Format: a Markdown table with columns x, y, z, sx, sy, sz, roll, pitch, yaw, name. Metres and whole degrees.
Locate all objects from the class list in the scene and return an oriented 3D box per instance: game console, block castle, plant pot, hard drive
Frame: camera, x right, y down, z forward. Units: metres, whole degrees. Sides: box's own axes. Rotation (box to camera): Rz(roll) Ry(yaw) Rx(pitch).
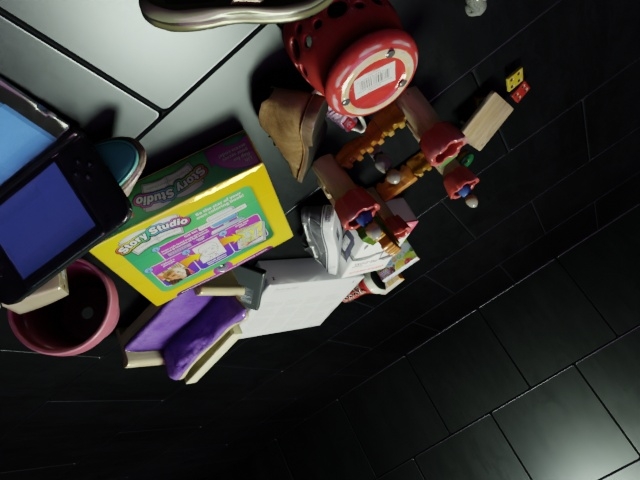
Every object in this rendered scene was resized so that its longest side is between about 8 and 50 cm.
| x | y | z | sx | sy | sz | roll | pitch | yaw | name |
| --- | --- | --- | --- | --- | --- | --- | --- | --- | --- |
| -0.492 | -0.061 | 0.843 | 0.293 | 0.250 | 0.173 | -34 | 178 | 11 | game console |
| 0.195 | -0.122 | 1.256 | 0.303 | 0.213 | 0.453 | -37 | 164 | 12 | block castle |
| 0.055 | -0.315 | 0.921 | 0.191 | 0.174 | 0.191 | -23 | 155 | -11 | plant pot |
| -0.200 | 0.121 | 1.489 | 0.022 | 0.094 | 0.135 | -61 | 168 | -53 | hard drive |
| -0.515 | 0.145 | 1.166 | 0.201 | 0.202 | 0.180 | -25 | 169 | -8 | plant pot |
| -0.536 | 0.070 | 1.041 | 0.096 | 0.109 | 0.109 | -8 | 166 | -14 | plant pot |

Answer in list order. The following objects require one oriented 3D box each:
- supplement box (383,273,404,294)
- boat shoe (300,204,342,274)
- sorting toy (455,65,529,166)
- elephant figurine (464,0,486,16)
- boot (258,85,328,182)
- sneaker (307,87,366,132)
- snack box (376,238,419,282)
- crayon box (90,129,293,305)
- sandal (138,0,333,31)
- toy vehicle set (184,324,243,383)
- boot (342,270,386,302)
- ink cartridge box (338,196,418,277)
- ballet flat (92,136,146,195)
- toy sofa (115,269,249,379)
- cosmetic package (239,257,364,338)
| x | y | z | sx | sy | sz | roll | pitch | yaw | name |
| --- | --- | --- | --- | --- | --- | --- | --- | --- | --- |
| 0.248 | 0.145 | 2.016 | 0.098 | 0.062 | 0.036 | -42 | 151 | 23 | supplement box |
| 0.000 | 0.000 | 1.493 | 0.102 | 0.108 | 0.301 | 6 | 154 | 10 | boat shoe |
| 0.408 | -0.313 | 1.382 | 0.132 | 0.046 | 0.275 | 11 | 122 | -51 | sorting toy |
| 0.288 | -0.483 | 0.910 | 0.239 | 0.185 | 0.170 | -12 | 107 | -50 | elephant figurine |
| -0.054 | -0.212 | 1.101 | 0.305 | 0.115 | 0.113 | 96 | 15 | -73 | boot |
| 0.040 | -0.261 | 1.102 | 0.057 | 0.075 | 0.161 | -42 | 151 | 23 | sneaker |
| 0.240 | 0.057 | 1.815 | 0.141 | 0.100 | 0.037 | -36 | 153 | 12 | snack box |
| -0.264 | -0.033 | 1.173 | 0.362 | 0.106 | 0.313 | -27 | 152 | -5 | crayon box |
| -0.100 | -0.359 | 0.765 | 0.302 | 0.120 | 0.086 | -18 | 137 | -20 | sandal |
| -0.330 | 0.265 | 1.556 | 0.035 | 0.166 | 0.267 | 4 | 139 | -47 | toy vehicle set |
| 0.125 | 0.166 | 1.849 | 0.176 | 0.089 | 0.244 | -31 | 177 | 9 | boot |
| 0.149 | -0.006 | 1.619 | 0.171 | 0.100 | 0.237 | -11 | 148 | -31 | ink cartridge box |
| -0.420 | -0.080 | 0.974 | 0.315 | 0.108 | 0.106 | -28 | 172 | 11 | ballet flat |
| -0.361 | 0.211 | 1.424 | 0.362 | 0.177 | 0.150 | -42 | 151 | 26 | toy sofa |
| -0.087 | 0.173 | 1.707 | 0.377 | 0.098 | 0.284 | -1 | 144 | -42 | cosmetic package |
